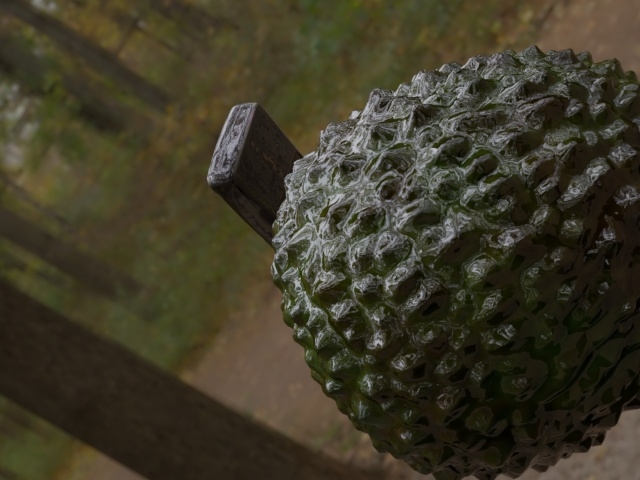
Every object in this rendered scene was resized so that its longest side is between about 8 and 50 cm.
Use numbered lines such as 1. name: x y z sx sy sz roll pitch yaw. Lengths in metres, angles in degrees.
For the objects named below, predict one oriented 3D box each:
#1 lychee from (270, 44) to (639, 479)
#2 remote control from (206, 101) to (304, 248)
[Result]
1. lychee: 0.065 0.004 0.616 0.171 0.171 0.171 -57 7 11
2. remote control: 0.000 0.000 0.941 0.028 0.212 0.059 -3 58 29
